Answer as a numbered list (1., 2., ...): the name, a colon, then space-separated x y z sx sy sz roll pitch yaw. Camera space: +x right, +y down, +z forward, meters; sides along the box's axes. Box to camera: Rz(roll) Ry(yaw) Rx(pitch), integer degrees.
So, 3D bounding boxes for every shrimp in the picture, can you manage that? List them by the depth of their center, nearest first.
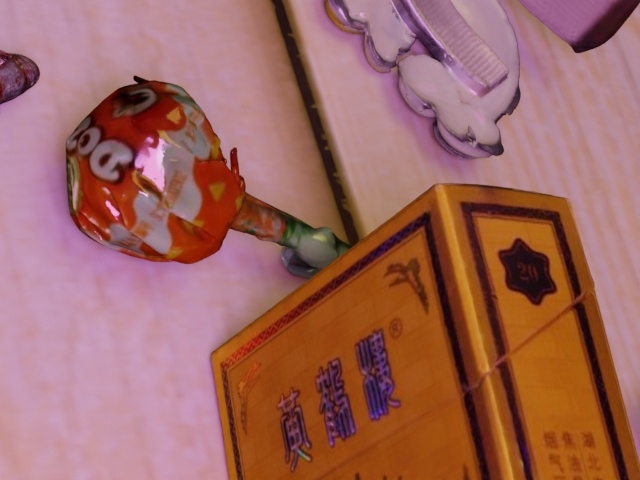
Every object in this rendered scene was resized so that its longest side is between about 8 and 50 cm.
1. shrimp: -0.167 -0.071 0.851 0.029 0.038 0.092 15 42 24

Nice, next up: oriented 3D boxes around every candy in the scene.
1. candy: 0.000 -0.001 0.915 0.287 0.078 0.084 21 83 -30

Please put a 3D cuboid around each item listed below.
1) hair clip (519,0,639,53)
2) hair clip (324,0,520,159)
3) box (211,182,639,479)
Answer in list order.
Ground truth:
1. hair clip: 0.068 -0.251 1.105 0.331 0.085 0.101 40 45 -3
2. hair clip: 0.066 -0.131 1.057 0.172 0.049 0.116 52 50 -3
3. box: 0.054 0.151 0.779 0.084 0.193 0.301 7 61 -36
